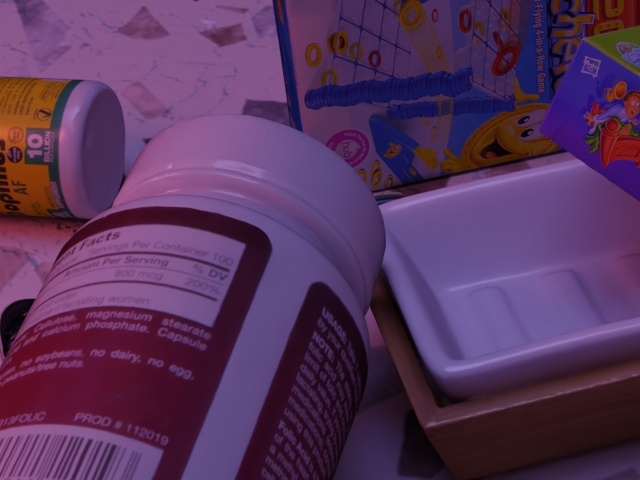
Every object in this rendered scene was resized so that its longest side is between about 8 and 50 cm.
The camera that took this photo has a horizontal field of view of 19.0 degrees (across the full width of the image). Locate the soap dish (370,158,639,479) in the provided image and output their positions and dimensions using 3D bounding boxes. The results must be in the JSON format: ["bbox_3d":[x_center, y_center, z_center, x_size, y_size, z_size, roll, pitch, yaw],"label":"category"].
[{"bbox_3d":[0.183,0.047,1.370,0.290,0.118,0.229,-13,37,-7],"label":"soap dish"}]

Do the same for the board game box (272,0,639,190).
[{"bbox_3d":[0.114,-0.203,1.558,0.302,0.308,0.086,-13,38,-5],"label":"board game box"}]

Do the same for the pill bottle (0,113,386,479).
[{"bbox_3d":[-0.096,0.115,1.210,0.224,0.224,0.392,6,45,17],"label":"pill bottle"}]

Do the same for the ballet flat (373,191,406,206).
[{"bbox_3d":[0.000,0.000,1.520,0.168,0.057,0.052,-26,31,-23],"label":"ballet flat"}]

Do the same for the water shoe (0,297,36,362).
[{"bbox_3d":[-0.190,0.084,1.417,0.073,0.080,0.203,-21,39,-18],"label":"water shoe"}]

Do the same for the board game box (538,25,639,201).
[{"bbox_3d":[0.346,-0.073,1.382,0.233,0.078,0.347,38,31,24],"label":"board game box"}]

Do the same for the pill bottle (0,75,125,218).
[{"bbox_3d":[-0.281,-0.081,1.623,0.208,0.118,0.117,4,38,15],"label":"pill bottle"}]
